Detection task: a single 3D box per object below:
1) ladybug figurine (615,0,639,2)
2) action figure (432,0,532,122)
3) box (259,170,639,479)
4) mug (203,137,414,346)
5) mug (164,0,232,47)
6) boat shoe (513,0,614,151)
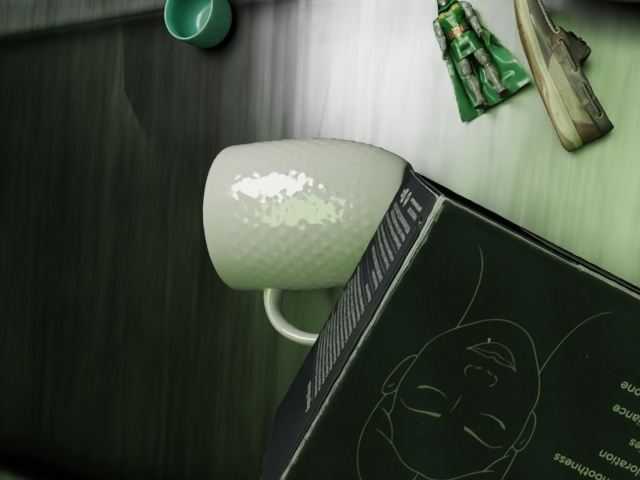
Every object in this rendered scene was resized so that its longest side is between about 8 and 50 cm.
[{"bbox_3d":[0.493,-0.495,0.881,0.450,0.162,0.305,19,97,26],"label":"ladybug figurine"},{"bbox_3d":[0.260,-0.346,1.058,0.137,0.063,0.232,-29,73,27],"label":"action figure"},{"bbox_3d":[0.234,0.225,0.839,0.480,0.297,0.471,27,101,-5],"label":"box"},{"bbox_3d":[0.000,0.000,1.057,0.328,0.276,0.373,-2,78,20],"label":"mug"},{"bbox_3d":[-0.249,-0.497,1.290,0.158,0.097,0.129,-40,72,20],"label":"mug"},{"bbox_3d":[0.394,-0.290,0.969,0.092,0.103,0.285,-19,85,20],"label":"boat shoe"}]
